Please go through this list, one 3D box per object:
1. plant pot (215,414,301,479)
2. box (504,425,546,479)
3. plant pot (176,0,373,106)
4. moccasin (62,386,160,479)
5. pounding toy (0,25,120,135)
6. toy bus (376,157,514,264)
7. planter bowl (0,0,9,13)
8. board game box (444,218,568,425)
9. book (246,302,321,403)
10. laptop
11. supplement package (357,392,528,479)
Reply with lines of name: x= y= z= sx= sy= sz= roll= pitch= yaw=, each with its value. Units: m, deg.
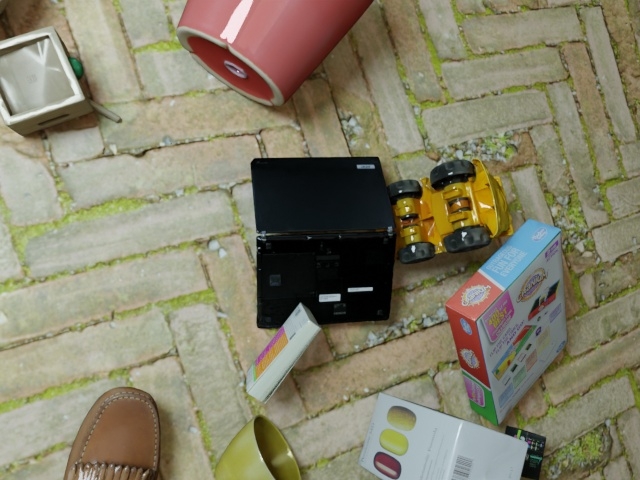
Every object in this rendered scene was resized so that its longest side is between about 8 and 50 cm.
plant pot: x=-0.105 y=0.355 z=0.864 sx=0.095 sy=0.134 sz=0.134 roll=-33 pitch=99 yaw=5
box: x=0.395 y=0.415 z=1.092 sx=0.052 sy=0.062 sz=0.083 roll=19 pitch=78 yaw=-19
plant pot: x=-0.077 y=-0.363 z=0.868 sx=0.275 sy=0.275 sz=0.243 roll=32 pitch=85 yaw=-17
moccasin: x=-0.306 y=0.392 z=0.753 sx=0.139 sy=0.147 sz=0.380 roll=23 pitch=77 yaw=-19
pounding toy: x=-0.390 y=-0.221 z=0.811 sx=0.141 sy=0.100 sz=0.130 roll=-23 pitch=94 yaw=-12
toy bus: x=0.238 y=-0.043 z=1.019 sx=0.211 sy=0.220 sz=0.149 roll=4 pitch=72 yaw=-55
planter bowl: x=-0.500 y=-0.358 z=0.758 sx=0.162 sy=0.109 sz=0.162 roll=2 pitch=84 yaw=-22
board game box: x=0.351 y=0.155 z=1.015 sx=0.242 sy=0.064 sz=0.316 roll=-40 pitch=131 yaw=-21
book: x=-0.062 y=0.172 z=0.881 sx=0.035 sy=0.096 sz=0.144 roll=37 pitch=92 yaw=-16
laptop: x=0.000 y=0.000 z=0.965 sx=0.234 sy=0.136 sz=0.264 roll=-2 pitch=112 yaw=-10
supplement package: x=0.188 y=0.351 z=0.912 sx=0.134 sy=0.244 sz=0.139 roll=24 pitch=76 yaw=-20
